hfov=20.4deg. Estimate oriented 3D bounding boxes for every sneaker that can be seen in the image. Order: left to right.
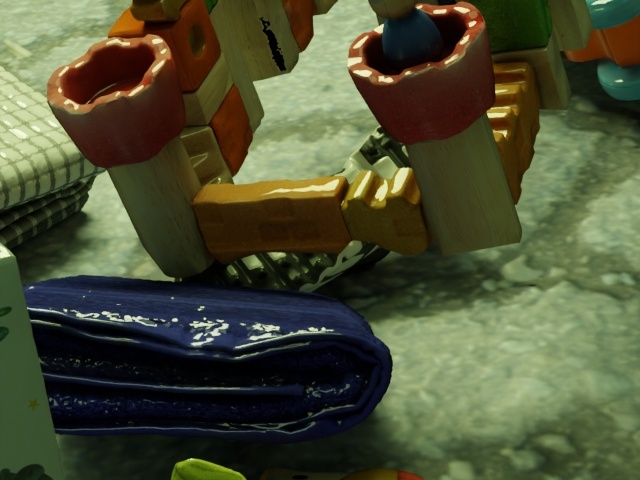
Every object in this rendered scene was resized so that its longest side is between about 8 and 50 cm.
[{"bbox_3d":[0.000,0.000,1.276,0.234,0.106,0.078,-33,71,-15],"label":"sneaker"}]

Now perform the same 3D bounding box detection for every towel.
[{"bbox_3d":[-0.338,-0.071,1.378,0.284,0.121,0.235,32,34,20],"label":"towel"},{"bbox_3d":[-0.079,0.071,1.048,0.228,0.076,0.308,5,2,-1],"label":"towel"}]

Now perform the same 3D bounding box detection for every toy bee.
[{"bbox_3d":[0.241,-0.204,1.462,0.298,0.195,0.162,2,42,8],"label":"toy bee"}]

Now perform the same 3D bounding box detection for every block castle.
[{"bbox_3d":[0.026,-0.193,1.231,0.303,0.213,0.453,-3,38,25],"label":"block castle"}]

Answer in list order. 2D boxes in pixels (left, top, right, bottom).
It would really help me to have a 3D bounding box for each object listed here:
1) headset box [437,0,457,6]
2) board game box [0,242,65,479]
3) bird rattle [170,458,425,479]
[{"bbox_3d":[0.201,-0.308,1.582,0.246,0.131,0.283,-8,-12,-4],"label":"headset box"},{"bbox_3d":[-0.206,0.111,0.870,0.097,0.303,0.224,-23,32,-24],"label":"board game box"},{"bbox_3d":[0.041,0.161,0.925,0.254,0.143,0.207,-2,12,3],"label":"bird rattle"}]
